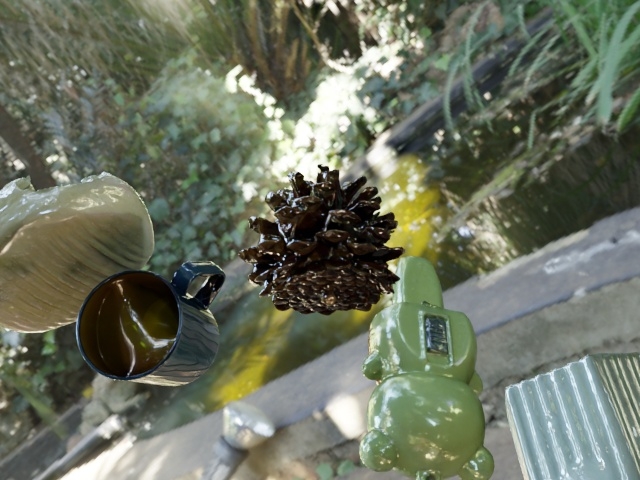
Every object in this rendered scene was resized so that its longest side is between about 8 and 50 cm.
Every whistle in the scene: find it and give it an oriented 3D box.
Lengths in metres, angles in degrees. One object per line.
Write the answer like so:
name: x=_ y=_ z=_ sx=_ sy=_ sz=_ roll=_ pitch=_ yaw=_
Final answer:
whistle: x=0.105 y=0.131 z=0.756 sx=0.288 sy=0.131 sz=0.106 roll=-87 pitch=11 yaw=-45

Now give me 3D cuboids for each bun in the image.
bun: x=-0.315 y=0.004 z=0.857 sx=0.237 sy=0.116 sz=0.210 roll=-44 pitch=-32 yaw=11

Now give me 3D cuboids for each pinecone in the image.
pinecone: x=0.002 y=0.000 z=0.614 sx=0.140 sy=0.140 sz=0.120 roll=-28 pitch=53 yaw=51

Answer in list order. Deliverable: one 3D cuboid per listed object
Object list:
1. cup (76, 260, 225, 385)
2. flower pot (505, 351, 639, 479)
cup: x=-0.167 y=0.096 z=0.801 sx=0.150 sy=0.113 sz=0.138 roll=-24 pitch=-18 yaw=4
flower pot: x=0.356 y=0.262 z=0.903 sx=0.239 sy=0.209 sz=0.189 roll=-34 pitch=52 yaw=33
